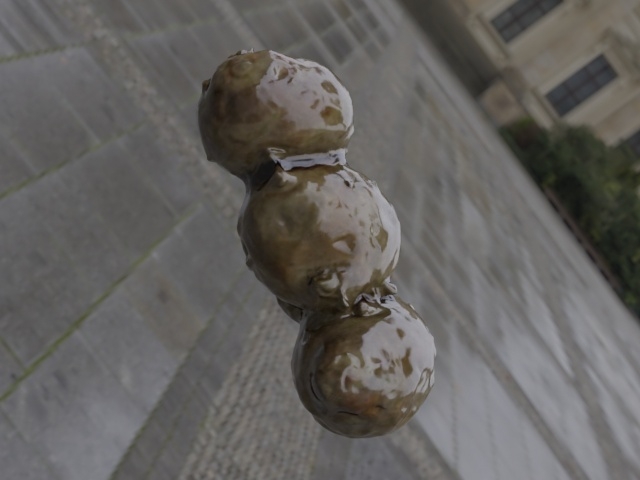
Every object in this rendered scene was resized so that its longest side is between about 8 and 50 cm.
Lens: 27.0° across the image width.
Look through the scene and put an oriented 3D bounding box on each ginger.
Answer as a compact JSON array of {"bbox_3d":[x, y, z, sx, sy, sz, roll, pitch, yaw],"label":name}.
[{"bbox_3d":[0.000,0.000,0.669,0.104,0.080,0.204,-23,94,-79],"label":"ginger"}]
